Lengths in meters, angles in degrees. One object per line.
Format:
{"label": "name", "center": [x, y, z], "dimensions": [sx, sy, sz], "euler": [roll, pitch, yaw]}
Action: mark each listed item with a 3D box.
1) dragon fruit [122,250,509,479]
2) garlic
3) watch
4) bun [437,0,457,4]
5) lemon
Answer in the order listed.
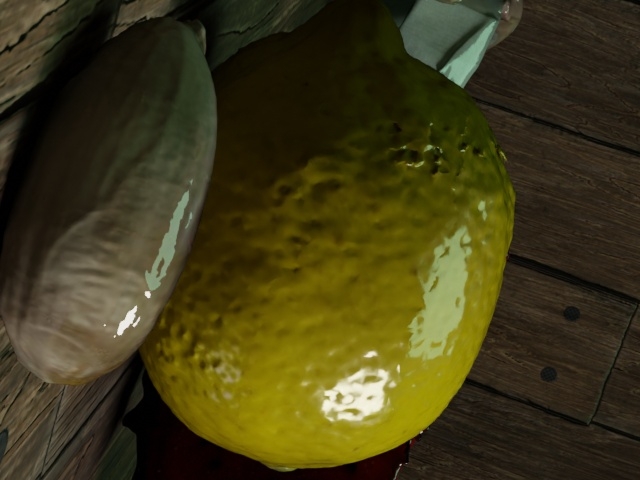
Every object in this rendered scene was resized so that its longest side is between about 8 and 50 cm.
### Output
{"label": "dragon fruit", "center": [-0.008, 0.119, 1.244], "dimensions": [0.100, 0.282, 0.344], "euler": [44, 69, -49]}
{"label": "garlic", "center": [-0.100, -0.023, 0.796], "dimensions": [0.101, 0.087, 0.196], "euler": [173, -66, -80]}
{"label": "watch", "center": [0.076, -0.171, 1.738], "dimensions": [0.241, 0.161, 0.253], "euler": [-65, -168, -13]}
{"label": "bun", "center": [0.177, -0.381, 1.497], "dimensions": [0.359, 0.211, 0.360], "euler": [-37, -178, 2]}
{"label": "lemon", "center": [0.000, 0.000, 1.068], "dimensions": [0.245, 0.245, 0.320], "euler": [-52, 155, -76]}
